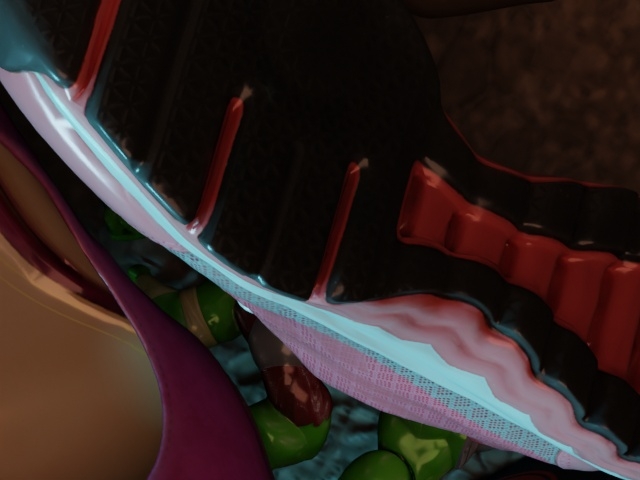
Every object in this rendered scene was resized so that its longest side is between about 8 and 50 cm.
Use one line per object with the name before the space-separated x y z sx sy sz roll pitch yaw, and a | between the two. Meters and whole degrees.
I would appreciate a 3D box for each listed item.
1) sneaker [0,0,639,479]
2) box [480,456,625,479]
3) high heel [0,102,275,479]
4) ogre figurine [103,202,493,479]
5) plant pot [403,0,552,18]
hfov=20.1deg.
sneaker | 0.000 0.001 0.606 0.314 0.136 0.116 35 61 -26
box | 0.159 0.187 0.655 0.312 0.343 0.179 -25 100 0
high heel | -0.136 0.023 0.628 0.127 0.181 0.377 -35 80 7
ogre figurine | -0.004 0.044 0.737 0.118 0.097 0.197 -22 57 -5
plant pot | -0.045 -0.189 0.638 0.229 0.263 0.263 -11 101 15
